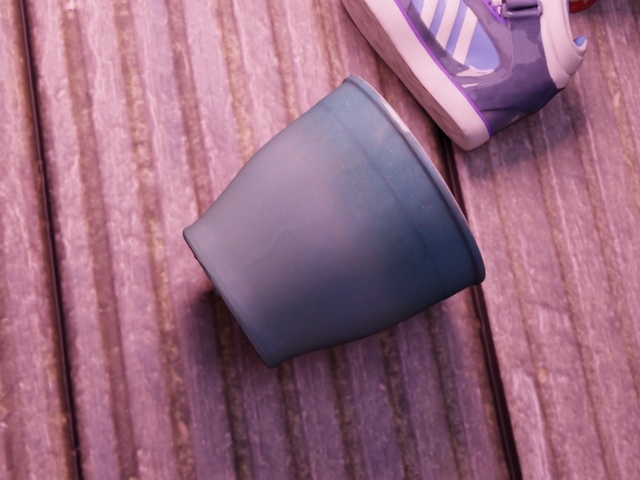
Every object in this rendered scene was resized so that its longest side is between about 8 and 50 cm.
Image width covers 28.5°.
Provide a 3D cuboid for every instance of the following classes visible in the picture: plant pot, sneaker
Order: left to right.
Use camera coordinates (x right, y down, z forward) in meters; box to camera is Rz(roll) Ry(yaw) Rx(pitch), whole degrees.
[{"bbox_3d":[0.000,0.000,1.383,0.255,0.271,0.272,-33,82,-5],"label":"plant pot"},{"bbox_3d":[0.182,-0.296,1.551,0.236,0.130,0.323,-38,92,-5],"label":"sneaker"}]

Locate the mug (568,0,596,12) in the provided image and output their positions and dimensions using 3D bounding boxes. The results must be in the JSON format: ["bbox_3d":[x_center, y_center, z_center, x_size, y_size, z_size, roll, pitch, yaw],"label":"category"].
[{"bbox_3d":[0.337,-0.365,1.606,0.113,0.169,0.150,21,69,-6],"label":"mug"}]
